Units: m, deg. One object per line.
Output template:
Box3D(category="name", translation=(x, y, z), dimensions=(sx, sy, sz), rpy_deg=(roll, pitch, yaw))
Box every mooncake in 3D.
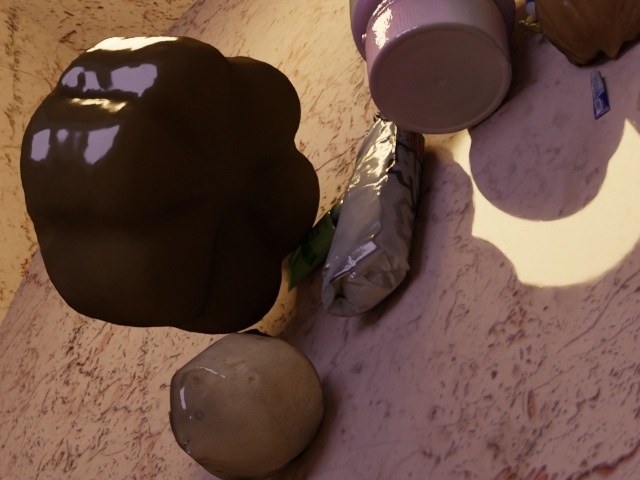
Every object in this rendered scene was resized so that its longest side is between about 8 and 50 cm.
Box3D(category="mooncake", translation=(-0.221, -0.085, 1.897), dimensions=(0.262, 0.467, 0.467), rpy_deg=(5, 57, 39))

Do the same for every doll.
Box3D(category="doll", translation=(0.351, -0.365, 1.835), dimensions=(0.099, 0.057, 0.143), rpy_deg=(29, 74, 42))

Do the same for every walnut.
Box3D(category="walnut", translation=(0.363, -0.351, 1.675), dimensions=(0.204, 0.141, 0.238), rpy_deg=(-59, 23, 0))

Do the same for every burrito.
Box3D(category="burrito", translation=(0.092, -0.073, 1.845), dimensions=(0.139, 0.101, 0.445), rpy_deg=(-40, 24, 40))

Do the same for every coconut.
Box3D(category="coconut", translation=(-0.108, 0.230, 1.664), dimensions=(0.224, 0.224, 0.224), rpy_deg=(-43, 23, 24))

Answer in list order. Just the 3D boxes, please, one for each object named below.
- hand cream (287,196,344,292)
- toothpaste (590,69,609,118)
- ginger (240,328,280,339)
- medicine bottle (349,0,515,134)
Box3D(category="hand cream", translation=(0.000, 0.000, 1.997), dimensions=(0.175, 0.046, 0.095), rpy_deg=(-45, 25, 24))
Box3D(category="toothpaste", translation=(0.360, -0.189, 1.600), dimensions=(0.024, 0.015, 0.083), rpy_deg=(-37, 32, 32))
Box3D(category="ginger", translation=(-0.087, 0.186, 1.859), dimensions=(0.162, 0.073, 0.103), rpy_deg=(-4, 65, 56))
Box3D(category="medicine bottle", translation=(0.171, -0.343, 1.892), dimensions=(0.256, 0.256, 0.325), rpy_deg=(-38, 33, 33))
